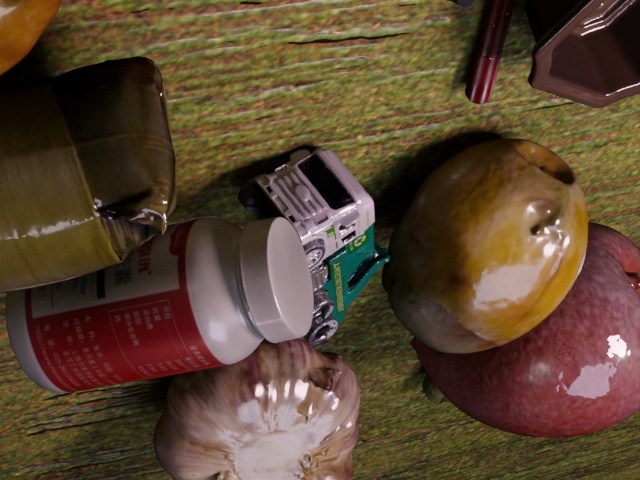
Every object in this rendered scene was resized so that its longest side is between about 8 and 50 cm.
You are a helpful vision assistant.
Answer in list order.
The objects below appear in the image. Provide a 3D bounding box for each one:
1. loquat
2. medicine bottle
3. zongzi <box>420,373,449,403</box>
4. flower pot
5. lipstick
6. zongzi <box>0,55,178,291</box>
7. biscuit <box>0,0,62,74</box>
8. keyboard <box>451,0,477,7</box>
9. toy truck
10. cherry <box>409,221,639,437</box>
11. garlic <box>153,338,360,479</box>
[{"bbox_3d":[0.163,0.009,1.569,0.179,0.179,0.227,11,120,-48],"label":"loquat"},{"bbox_3d":[-0.141,0.054,1.391,0.250,0.131,0.131,-12,156,18],"label":"medicine bottle"},{"bbox_3d":[0.189,0.155,1.978,0.119,0.055,0.109,-18,155,-36],"label":"zongzi"},{"bbox_3d":[0.281,-0.231,1.368,0.179,0.084,0.251,11,134,-47],"label":"flower pot"},{"bbox_3d":[0.154,-0.186,1.404,0.027,0.027,0.176,-16,149,-16],"label":"lipstick"},{"bbox_3d":[-0.253,-0.024,1.264,0.289,0.154,0.317,-9,170,-4],"label":"zongzi"},{"bbox_3d":[-0.274,-0.163,1.059,0.220,0.066,0.220,-19,152,-11],"label":"biscuit"},{"bbox_3d":[0.159,-0.277,1.261,0.072,0.023,0.231,11,135,-37],"label":"keyboard"},{"bbox_3d":[0.000,0.000,1.517,0.116,0.110,0.216,-32,153,-14],"label":"toy truck"},{"bbox_3d":[0.248,0.101,1.732,0.307,0.261,0.221,-14,113,18],"label":"cherry"},{"bbox_3d":[-0.066,0.203,1.750,0.245,0.160,0.245,-5,115,-11],"label":"garlic"}]
